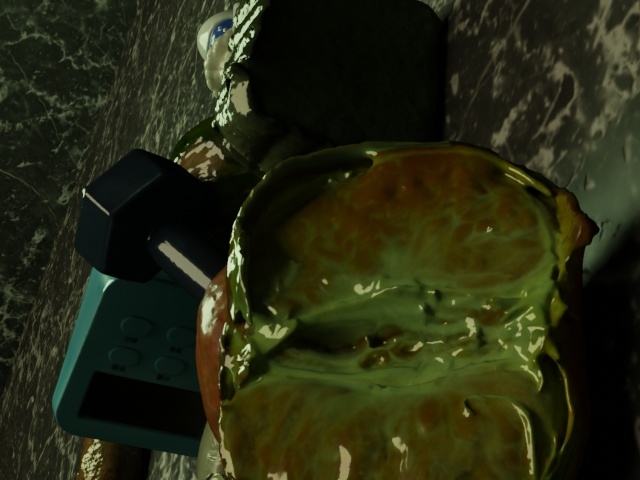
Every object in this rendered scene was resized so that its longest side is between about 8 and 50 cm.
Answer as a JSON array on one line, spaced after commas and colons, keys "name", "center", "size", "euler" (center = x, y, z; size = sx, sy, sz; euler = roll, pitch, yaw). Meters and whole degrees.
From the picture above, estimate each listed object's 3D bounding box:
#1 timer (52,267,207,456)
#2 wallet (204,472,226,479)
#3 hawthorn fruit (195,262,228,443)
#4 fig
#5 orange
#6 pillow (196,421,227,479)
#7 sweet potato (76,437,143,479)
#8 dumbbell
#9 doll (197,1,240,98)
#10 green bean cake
[{"name": "timer", "center": [-0.194, 0.155, 1.584], "size": [0.091, 0.232, 0.250], "euler": [-129, 55, -63]}, {"name": "wallet", "center": [-0.098, 0.405, 1.295], "size": [0.223, 0.077, 0.309], "euler": [-51, 31, 5]}, {"name": "hawthorn fruit", "center": [-0.026, 0.095, 1.145], "size": [0.262, 0.210, 0.210], "euler": [44, 119, 42]}, {"name": "fig", "center": [-0.070, -0.066, 1.536], "size": [0.245, 0.195, 0.195], "euler": [-10, 61, 30]}, {"name": "orange", "center": [0.057, 0.080, 0.921], "size": [0.196, 0.262, 0.335], "euler": [98, 170, -68]}, {"name": "pillow", "center": [-0.095, 0.223, 1.489], "size": [0.134, 0.078, 0.181], "euler": [-144, 71, -70]}, {"name": "sweet potato", "center": [-0.317, 0.302, 2.008], "size": [0.109, 0.109, 0.385], "euler": [-38, 37, 60]}, {"name": "dumbbell", "center": [-0.122, 0.037, 1.378], "size": [0.325, 0.144, 0.160], "euler": [37, 130, 29]}, {"name": "doll", "center": [-0.119, -0.276, 1.879], "size": [0.293, 0.119, 0.138], "euler": [-112, 33, -68]}, {"name": "green bean cake", "center": [0.005, -0.156, 1.278], "size": [0.125, 0.222, 0.227], "euler": [131, 151, -51]}]
